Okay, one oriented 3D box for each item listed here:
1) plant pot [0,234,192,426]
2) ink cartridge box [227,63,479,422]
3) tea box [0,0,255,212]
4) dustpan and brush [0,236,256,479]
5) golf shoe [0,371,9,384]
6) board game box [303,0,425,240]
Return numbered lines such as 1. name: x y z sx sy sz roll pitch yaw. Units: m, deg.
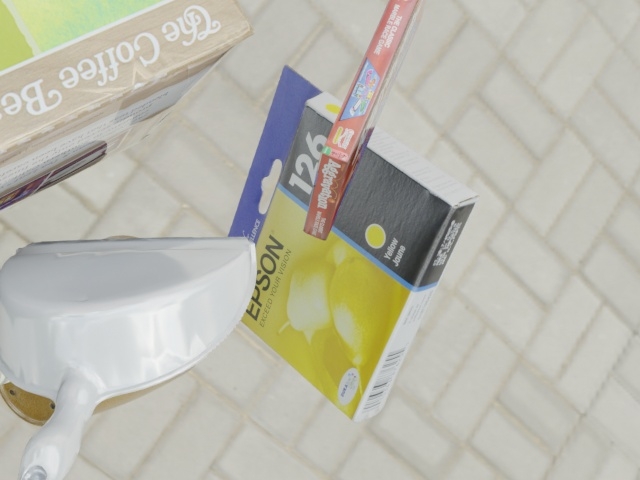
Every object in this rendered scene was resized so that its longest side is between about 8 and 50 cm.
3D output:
1. plant pot: -0.324 0.146 1.533 0.254 0.237 0.237 -39 112 -56
2. ink cartridge box: 0.000 0.000 1.276 0.072 0.307 0.304 -18 137 -49
3. tea box: -0.278 -0.157 0.628 0.329 0.220 0.324 -33 94 -29
4. dustpan and brush: -0.116 0.056 0.553 0.147 0.211 0.060 -1 106 6
5. golf shoe: -0.375 0.140 1.296 0.086 0.176 0.069 -3 90 -22
6. board game box: 0.052 -0.150 1.011 0.027 0.145 0.281 21 63 5
